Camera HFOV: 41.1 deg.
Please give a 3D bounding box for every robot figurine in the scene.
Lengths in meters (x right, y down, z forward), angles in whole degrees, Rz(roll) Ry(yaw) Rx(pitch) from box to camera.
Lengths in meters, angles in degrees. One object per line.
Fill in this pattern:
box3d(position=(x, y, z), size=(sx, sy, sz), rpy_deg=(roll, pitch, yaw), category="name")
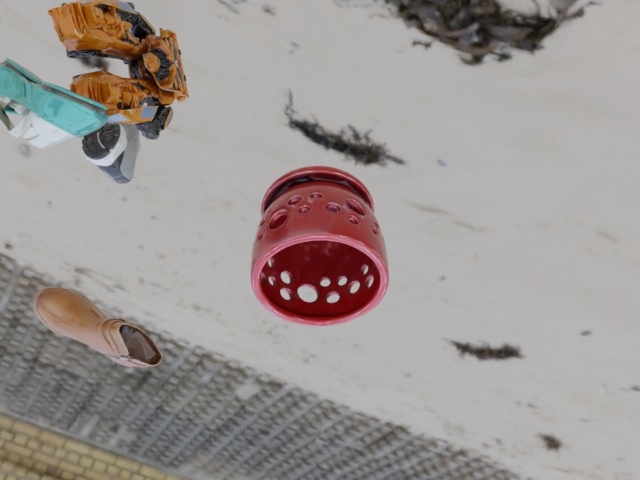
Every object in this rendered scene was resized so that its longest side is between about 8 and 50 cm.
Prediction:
box3d(position=(-0.276, -0.252, 1.238), size=(0.085, 0.211, 0.291), rpy_deg=(-10, -175, 17), category="robot figurine")

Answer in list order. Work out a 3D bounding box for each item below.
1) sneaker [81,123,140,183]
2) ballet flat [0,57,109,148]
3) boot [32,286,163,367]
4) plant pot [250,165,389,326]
box3d(position=(-0.402, -0.217, 1.679), size=(0.100, 0.271, 0.108), rpy_deg=(-17, 134, 11), category="sneaker")
box3d(position=(-0.352, -0.161, 1.080), size=(0.247, 0.087, 0.083), rpy_deg=(27, 179, 41), category="ballet flat")
box3d(position=(-0.336, 0.132, 1.309), size=(0.197, 0.073, 0.152), rpy_deg=(35, 161, -25), category="boot")
box3d(position=(0.000, 0.000, 1.222), size=(0.191, 0.174, 0.191), rpy_deg=(1, 136, 1), category="plant pot")
